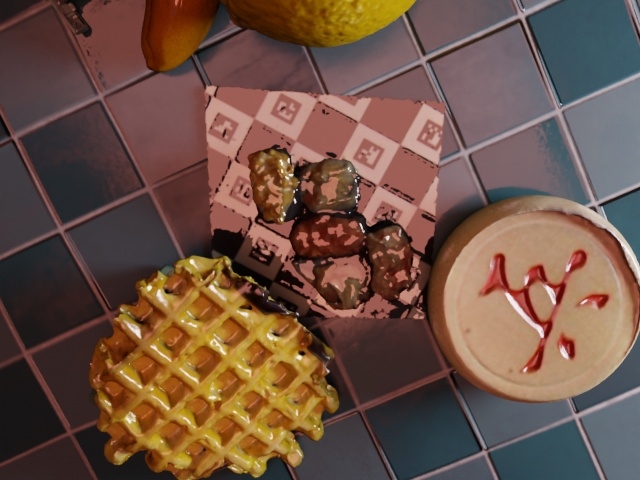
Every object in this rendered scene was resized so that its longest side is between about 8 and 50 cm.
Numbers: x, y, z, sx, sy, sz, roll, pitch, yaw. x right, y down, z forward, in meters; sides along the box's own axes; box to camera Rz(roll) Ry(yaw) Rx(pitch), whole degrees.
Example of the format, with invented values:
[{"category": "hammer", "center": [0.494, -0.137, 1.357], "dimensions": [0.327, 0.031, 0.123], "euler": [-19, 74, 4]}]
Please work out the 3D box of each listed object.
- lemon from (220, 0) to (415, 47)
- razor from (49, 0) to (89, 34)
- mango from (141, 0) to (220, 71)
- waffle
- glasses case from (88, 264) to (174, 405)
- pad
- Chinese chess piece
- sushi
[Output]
[{"category": "lemon", "center": [0.004, -0.335, 0.664], "dimensions": [0.293, 0.293, 0.293], "euler": [0, 100, 2]}, {"category": "razor", "center": [-0.232, -0.338, 0.787], "dimensions": [0.211, 0.036, 0.084], "euler": [-35, 99, 8]}, {"category": "mango", "center": [-0.156, -0.267, 0.769], "dimensions": [0.084, 0.105, 0.159], "euler": [1, 114, -24]}, {"category": "waffle", "center": [-0.117, 0.167, 0.820], "dimensions": [0.312, 0.060, 0.307], "euler": [10, 109, -22]}, {"category": "glasses case", "center": [-0.225, 0.122, 0.845], "dimensions": [0.039, 0.078, 0.184], "euler": [29, 100, -6]}, {"category": "pad", "center": [0.000, 0.000, 0.856], "dimensions": [0.112, 0.003, 0.157], "euler": [36, 99, -5]}, {"category": "Chinese chess piece", "center": [0.253, 0.069, 0.812], "dimensions": [0.250, 0.103, 0.249], "euler": [0, 98, 1]}, {"category": "sushi", "center": [0.001, -0.038, 0.818], "dimensions": [0.294, 0.059, 0.292], "euler": [1, 100, 2]}]
